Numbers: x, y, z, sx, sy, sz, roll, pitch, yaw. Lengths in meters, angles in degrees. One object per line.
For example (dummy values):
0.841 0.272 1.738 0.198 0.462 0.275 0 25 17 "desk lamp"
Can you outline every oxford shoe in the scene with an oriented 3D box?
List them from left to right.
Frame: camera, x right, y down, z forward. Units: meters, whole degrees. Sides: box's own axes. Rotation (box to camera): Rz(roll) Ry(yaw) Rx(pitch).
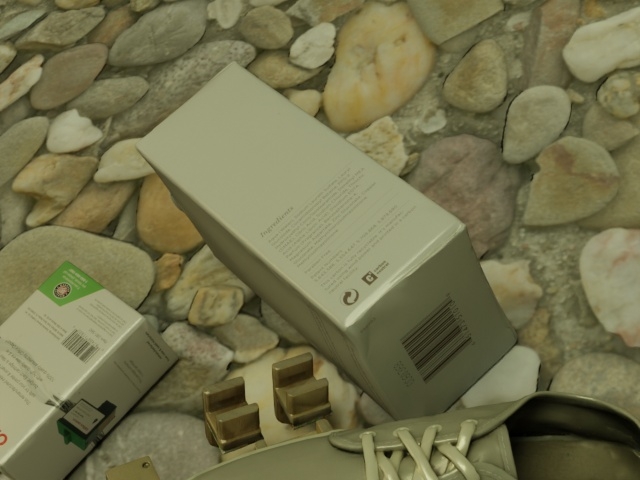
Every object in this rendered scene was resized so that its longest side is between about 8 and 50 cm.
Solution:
0.083 0.209 1.143 0.450 0.130 0.169 -5 52 -5 "oxford shoe"

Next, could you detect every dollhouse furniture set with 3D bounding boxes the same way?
-0.066 0.264 1.295 0.242 0.161 0.212 -17 44 -18 "dollhouse furniture set"

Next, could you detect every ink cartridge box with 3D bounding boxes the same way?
-0.294 0.152 1.494 0.219 0.092 0.160 -47 48 -14 "ink cartridge box"

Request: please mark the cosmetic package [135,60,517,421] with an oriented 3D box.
0.000 0.000 1.395 0.156 0.217 0.385 -41 50 -9 "cosmetic package"
